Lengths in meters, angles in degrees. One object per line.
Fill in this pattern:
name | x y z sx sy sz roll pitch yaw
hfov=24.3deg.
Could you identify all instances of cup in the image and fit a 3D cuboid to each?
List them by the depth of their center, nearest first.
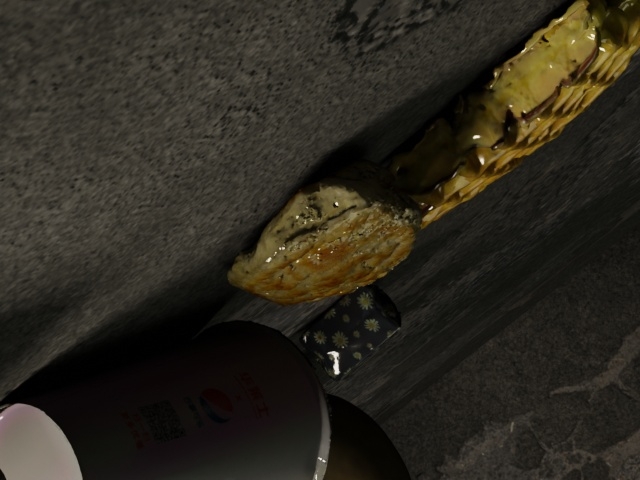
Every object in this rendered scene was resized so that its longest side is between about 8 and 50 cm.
cup | -0.151 0.181 1.283 0.203 0.203 0.288 -44 160 29

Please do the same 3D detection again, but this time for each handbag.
handbag | 0.045 0.096 1.782 0.115 0.072 0.139 -43 180 16

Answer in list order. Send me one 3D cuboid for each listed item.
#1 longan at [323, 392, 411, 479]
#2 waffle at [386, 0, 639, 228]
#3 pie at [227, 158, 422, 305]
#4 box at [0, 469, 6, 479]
longan | -0.026 0.370 1.879 0.361 0.361 0.361 -35 168 -9
waffle | 0.176 -0.113 1.353 0.283 0.065 0.309 -33 166 -23
pie | 0.000 0.000 1.249 0.163 0.079 0.193 -19 161 -29
box | -0.348 0.207 1.000 0.215 0.086 0.215 -43 167 28
